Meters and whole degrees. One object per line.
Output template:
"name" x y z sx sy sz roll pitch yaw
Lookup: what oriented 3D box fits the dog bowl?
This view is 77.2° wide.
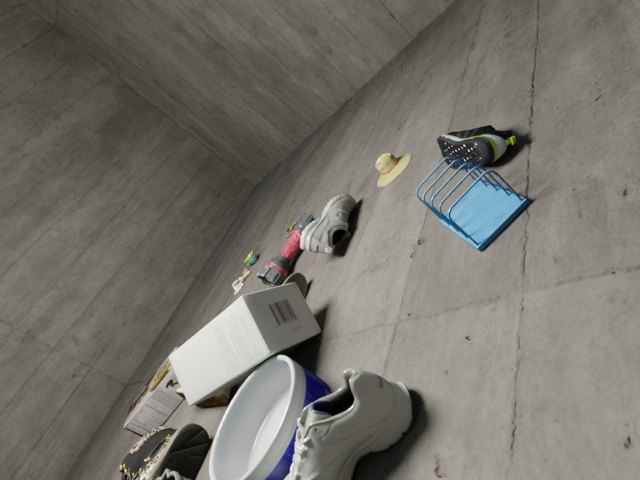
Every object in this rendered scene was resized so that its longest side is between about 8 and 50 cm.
"dog bowl" -0.099 0.372 0.798 0.265 0.104 0.264 -44 20 21

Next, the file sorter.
"file sorter" 0.274 -0.080 0.762 0.118 0.105 0.170 -49 19 10

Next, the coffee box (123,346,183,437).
"coffee box" -0.613 0.592 1.565 0.297 0.119 0.168 -51 20 1

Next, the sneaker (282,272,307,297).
"sneaker" -0.124 0.198 1.209 0.118 0.083 0.221 -26 32 53

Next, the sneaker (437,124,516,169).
"sneaker" 0.352 -0.213 0.908 0.097 0.084 0.234 -27 20 -2

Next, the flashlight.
"flashlight" -0.112 0.032 1.470 0.103 0.103 0.304 13 62 41

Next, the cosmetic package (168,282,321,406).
"cosmetic package" -0.203 0.267 1.034 0.366 0.155 0.197 -41 -19 34

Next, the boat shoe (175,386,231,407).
"boat shoe" -0.355 0.459 1.258 0.277 0.098 0.096 -20 35 42

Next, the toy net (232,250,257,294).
"toy net" -0.378 0.160 1.934 0.122 0.045 0.232 -27 30 50

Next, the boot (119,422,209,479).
"boot" -0.477 0.668 1.076 0.284 0.138 0.377 -26 28 50

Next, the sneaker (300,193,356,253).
"sneaker" 0.051 -0.042 1.258 0.281 0.115 0.105 -50 -24 -39

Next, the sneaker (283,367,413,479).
"sneaker" 0.006 0.314 0.621 0.297 0.129 0.111 -52 20 2

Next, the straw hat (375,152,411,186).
"straw hat" 0.212 -0.243 1.276 0.144 0.061 0.144 -44 21 21

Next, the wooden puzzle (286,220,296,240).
"wooden puzzle" -0.131 -0.048 1.792 0.078 0.014 0.116 -47 19 14

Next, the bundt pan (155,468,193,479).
"bundt pan" -0.244 0.573 0.666 0.331 0.124 0.330 -44 33 38

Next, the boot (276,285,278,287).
"boot" -0.167 0.212 1.356 0.114 0.037 0.106 -56 8 -20
